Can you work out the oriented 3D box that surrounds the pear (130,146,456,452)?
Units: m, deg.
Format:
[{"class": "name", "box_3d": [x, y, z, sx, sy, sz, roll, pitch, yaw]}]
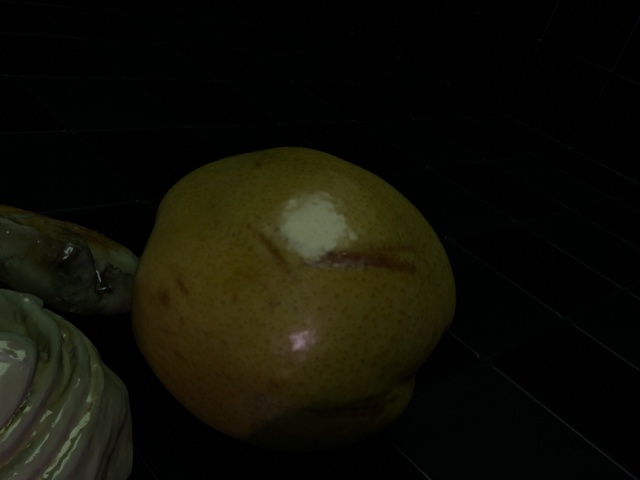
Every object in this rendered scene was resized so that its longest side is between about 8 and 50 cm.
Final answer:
[{"class": "pear", "box_3d": [-0.028, 0.058, 0.687, 0.314, 0.314, 0.314, 15, 28, -8]}]

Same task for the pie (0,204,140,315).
[{"class": "pie", "box_3d": [-0.329, -0.003, 0.704, 0.339, 0.077, 0.339, 22, -3, 1]}]

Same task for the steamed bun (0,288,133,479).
[{"class": "steamed bun", "box_3d": [-0.292, 0.122, 0.485, 0.289, 0.203, 0.276, 18, 26, 2]}]
